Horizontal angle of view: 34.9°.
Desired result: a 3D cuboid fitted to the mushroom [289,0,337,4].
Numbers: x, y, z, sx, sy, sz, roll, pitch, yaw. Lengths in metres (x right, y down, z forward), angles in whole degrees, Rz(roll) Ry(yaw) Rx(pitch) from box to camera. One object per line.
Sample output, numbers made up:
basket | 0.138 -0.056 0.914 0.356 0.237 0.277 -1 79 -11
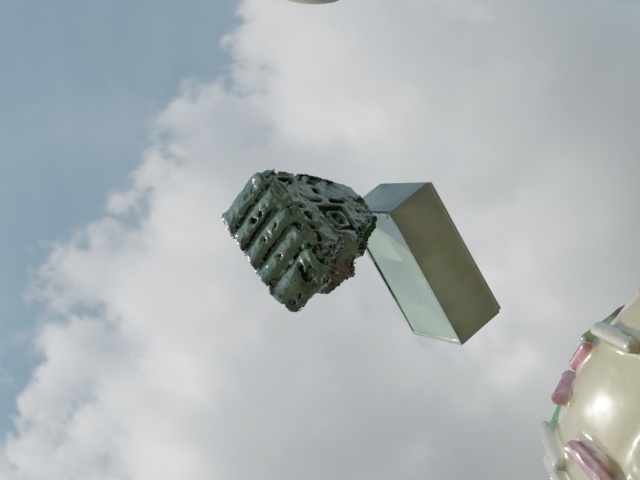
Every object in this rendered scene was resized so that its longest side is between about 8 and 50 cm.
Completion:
mushroom | 0.018 -0.236 0.295 0.123 0.095 0.351 -4 -49 -26

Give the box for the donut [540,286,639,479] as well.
donut | 0.307 0.085 0.663 0.382 0.142 0.382 -22 -38 -18

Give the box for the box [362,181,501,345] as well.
box | 0.146 0.029 1.466 0.086 0.129 0.225 -38 -72 -21

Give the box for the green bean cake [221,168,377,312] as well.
green bean cake | 0.000 0.000 1.339 0.208 0.193 0.107 6 -55 -46
